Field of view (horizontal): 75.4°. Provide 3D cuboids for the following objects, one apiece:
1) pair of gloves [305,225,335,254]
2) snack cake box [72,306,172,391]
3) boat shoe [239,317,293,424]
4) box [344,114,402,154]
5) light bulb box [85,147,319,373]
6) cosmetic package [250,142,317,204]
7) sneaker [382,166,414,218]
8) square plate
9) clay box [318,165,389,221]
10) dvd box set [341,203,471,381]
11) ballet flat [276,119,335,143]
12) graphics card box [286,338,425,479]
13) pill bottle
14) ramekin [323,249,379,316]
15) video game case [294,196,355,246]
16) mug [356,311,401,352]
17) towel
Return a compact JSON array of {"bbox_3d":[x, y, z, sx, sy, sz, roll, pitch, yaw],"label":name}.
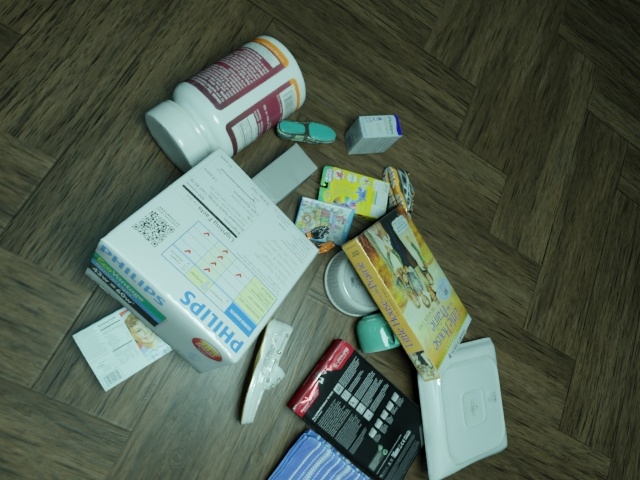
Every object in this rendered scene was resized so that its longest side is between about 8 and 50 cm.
[{"bbox_3d":[0.000,0.000,1.231,0.074,0.010,0.083,-23,109,-9],"label":"pair of gloves"},{"bbox_3d":[-0.432,0.224,1.017,0.264,0.089,0.152,-30,88,-22],"label":"snack cake box"},{"bbox_3d":[-0.137,0.346,1.088,0.096,0.098,0.277,21,73,-13],"label":"boat shoe"},{"bbox_3d":[0.164,-0.332,1.305,0.137,0.126,0.072,-8,80,-20],"label":"box"},{"bbox_3d":[-0.259,0.047,0.967,0.358,0.225,0.361,46,49,-10],"label":"light bulb box"},{"bbox_3d":[-0.133,-0.154,1.171,0.107,0.127,0.238,46,68,-6],"label":"cosmetic package"},{"bbox_3d":[0.265,-0.136,1.328,0.083,0.084,0.215,-5,81,-27],"label":"sneaker"},{"bbox_3d":[0.431,0.481,1.213,0.343,0.049,0.348,0,82,-32],"label":"square plate"},{"bbox_3d":[0.099,-0.142,1.285,0.221,0.053,0.128,14,77,-15],"label":"clay box"},{"bbox_3d":[0.258,0.128,1.166,0.307,0.062,0.421,-32,91,-50],"label":"dvd box set"},{"bbox_3d":[-0.048,-0.328,1.267,0.188,0.070,0.070,7,77,-22],"label":"ballet flat"},{"bbox_3d":[0.117,0.481,1.151,0.371,0.094,0.233,42,70,-6],"label":"graphics card box"},{"bbox_3d":[-0.249,-0.360,1.119,0.392,0.224,0.224,-42,94,-21],"label":"pill bottle"},{"bbox_3d":[0.121,0.118,1.214,0.207,0.109,0.207,3,79,-18],"label":"ramekin"},{"bbox_3d":[0.009,-0.054,1.231,0.166,0.015,0.119,13,103,-16],"label":"video game case"},{"bbox_3d":[0.179,0.255,1.182,0.129,0.157,0.098,0,73,-54],"label":"mug"},{"bbox_3d":[0.012,0.690,1.085,0.336,0.040,0.243,42,80,-7],"label":"towel"}]
